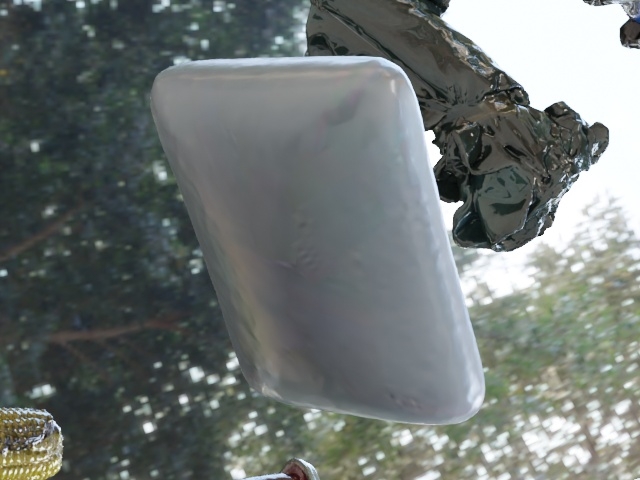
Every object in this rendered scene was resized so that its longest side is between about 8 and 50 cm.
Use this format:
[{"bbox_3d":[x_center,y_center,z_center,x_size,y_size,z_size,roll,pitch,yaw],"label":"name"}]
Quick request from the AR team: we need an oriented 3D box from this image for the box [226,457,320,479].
[{"bbox_3d":[-0.103,0.361,1.451,0.294,0.167,0.193,-58,-135,37],"label":"box"}]

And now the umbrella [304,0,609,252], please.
[{"bbox_3d":[0.072,-0.140,1.207,0.349,0.143,0.094,44,-23,15],"label":"umbrella"}]

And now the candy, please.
[{"bbox_3d":[0.000,0.000,0.675,0.138,0.071,0.174,4,-59,38],"label":"candy"}]

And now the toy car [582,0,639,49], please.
[{"bbox_3d":[0.159,-0.152,0.705,0.063,0.216,0.103,-8,-94,19],"label":"toy car"}]

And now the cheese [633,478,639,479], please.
[{"bbox_3d":[0.307,0.313,1.443,0.235,0.218,0.117,-43,-116,0],"label":"cheese"}]

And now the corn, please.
[{"bbox_3d":[-0.289,0.165,1.144,0.072,0.203,0.072,1,-88,52],"label":"corn"}]
